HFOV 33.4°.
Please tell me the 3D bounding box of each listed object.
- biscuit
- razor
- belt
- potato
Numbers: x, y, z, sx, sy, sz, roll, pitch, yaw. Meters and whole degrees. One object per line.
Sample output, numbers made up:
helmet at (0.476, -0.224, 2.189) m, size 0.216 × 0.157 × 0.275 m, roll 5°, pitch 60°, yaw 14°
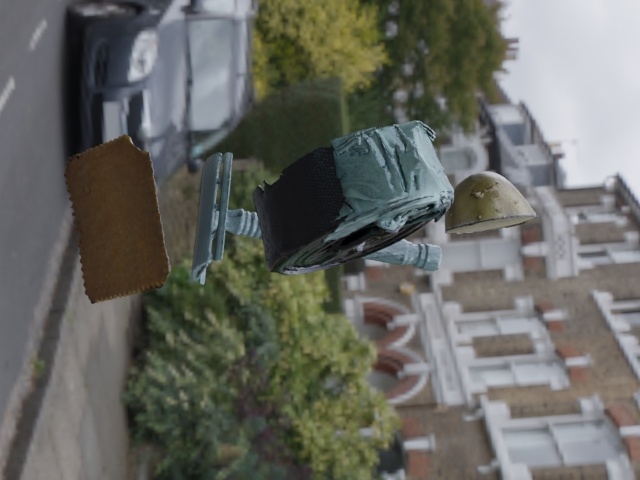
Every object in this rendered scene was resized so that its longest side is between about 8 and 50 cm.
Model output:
biscuit at (-0.303, -0.031, 1.573) m, size 0.236 × 0.013 × 0.232 m, roll -14°, pitch -96°, yaw 46°
razor at (0.000, 0.000, 0.973) m, size 0.068 × 0.231 × 0.106 m, roll 134°, pitch -36°, yaw -61°
belt at (0.020, -0.021, 0.642) m, size 0.140 × 0.105 × 0.058 m, roll -34°, pitch -110°, yaw 52°
potato at (0.340, -0.081, 2.177) m, size 0.182 × 0.202 × 0.117 m, roll -19°, pitch -101°, yaw 46°
